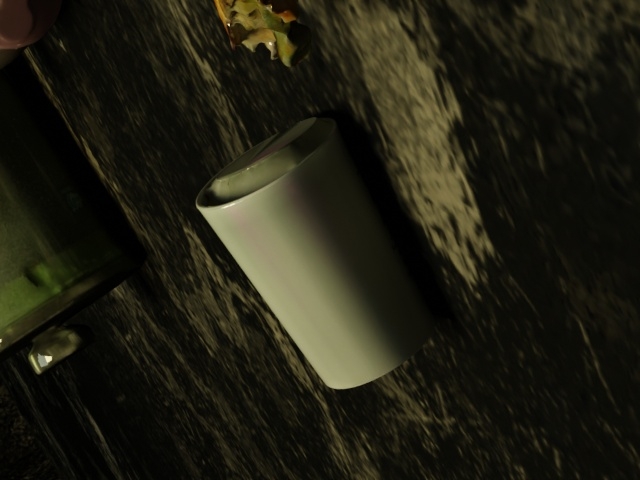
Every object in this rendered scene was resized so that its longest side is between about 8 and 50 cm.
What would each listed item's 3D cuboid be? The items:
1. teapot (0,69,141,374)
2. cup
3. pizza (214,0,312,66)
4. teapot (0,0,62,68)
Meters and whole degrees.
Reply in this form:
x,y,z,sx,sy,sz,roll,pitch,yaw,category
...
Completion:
x,y,z,sx,sy,sz,roll,pitch,yaw,category
-0.306,-0.037,1.428,0.200,0.270,0.337,-35,89,33,teapot
0.000,0.000,0.860,0.116,0.074,0.104,58,-170,-18,cup
-0.034,-0.145,0.664,0.195,0.052,0.185,-125,11,-74,pizza
-0.221,-0.174,1.183,0.116,0.148,0.146,25,169,-31,teapot
